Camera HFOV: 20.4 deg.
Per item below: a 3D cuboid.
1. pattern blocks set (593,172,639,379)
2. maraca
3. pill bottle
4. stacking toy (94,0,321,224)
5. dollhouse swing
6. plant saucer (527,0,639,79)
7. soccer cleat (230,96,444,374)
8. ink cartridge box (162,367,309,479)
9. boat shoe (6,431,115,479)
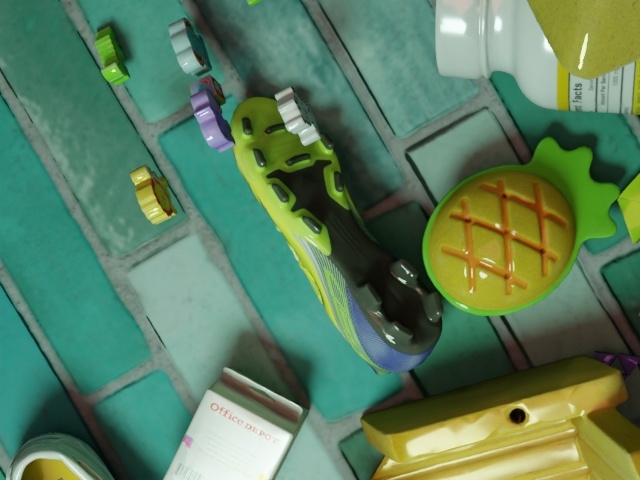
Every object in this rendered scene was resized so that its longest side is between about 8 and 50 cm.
[{"bbox_3d":[0.386,0.038,1.577,0.325,0.026,0.285,-44,83,16],"label":"pattern blocks set"},{"bbox_3d":[0.178,-0.012,1.584,0.185,0.099,0.127,-35,87,-4],"label":"maraca"},{"bbox_3d":[0.269,-0.198,1.484,0.333,0.188,0.188,5,101,10],"label":"pill bottle"},{"bbox_3d":[-0.109,-0.141,1.592,0.167,0.052,0.221,-27,62,13],"label":"stacking toy"},{"bbox_3d":[0.194,0.317,1.534,0.315,0.305,0.347,-17,98,13],"label":"dollhouse swing"},{"bbox_3d":[0.281,-0.331,1.395,0.332,0.081,0.333,-22,64,-3],"label":"plant saucer"},{"bbox_3d":[-0.001,0.001,1.623,0.289,0.093,0.121,54,148,10],"label":"soccer cleat"},{"bbox_3d":[-0.078,0.194,1.672,0.092,0.090,0.143,28,103,4],"label":"ink cartridge box"},{"bbox_3d":[-0.169,0.338,1.671,0.135,0.156,0.367,-33,90,-5],"label":"boat shoe"}]
